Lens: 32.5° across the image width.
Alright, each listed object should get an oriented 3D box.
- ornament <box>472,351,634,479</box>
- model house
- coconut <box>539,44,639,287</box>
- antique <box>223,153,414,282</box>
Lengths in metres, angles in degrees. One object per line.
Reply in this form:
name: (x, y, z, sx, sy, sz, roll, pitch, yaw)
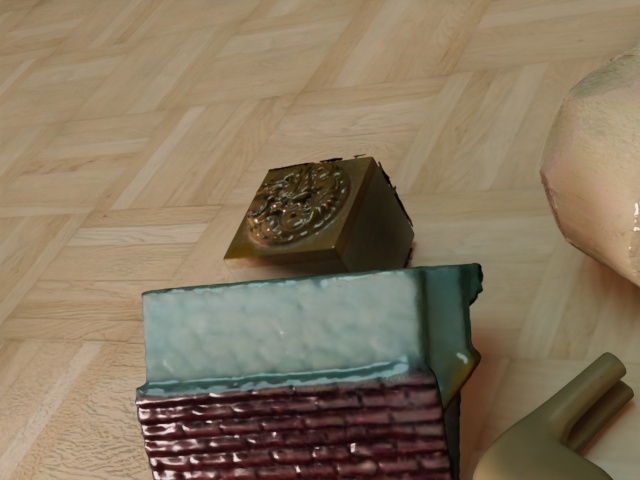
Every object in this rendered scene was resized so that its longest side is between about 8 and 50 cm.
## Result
ornament: (0.203, 0.215, 0.813, 0.245, 0.061, 0.230, -36, 36, -13)
model house: (0.008, 0.153, 0.962, 0.280, 0.249, 0.230, -5, -1, 14)
coconut: (0.302, -0.067, 0.985, 0.224, 0.224, 0.234, -35, 46, -9)
antique: (0.000, 0.000, 1.175, 0.146, 0.148, 0.152, -8, 41, 32)
